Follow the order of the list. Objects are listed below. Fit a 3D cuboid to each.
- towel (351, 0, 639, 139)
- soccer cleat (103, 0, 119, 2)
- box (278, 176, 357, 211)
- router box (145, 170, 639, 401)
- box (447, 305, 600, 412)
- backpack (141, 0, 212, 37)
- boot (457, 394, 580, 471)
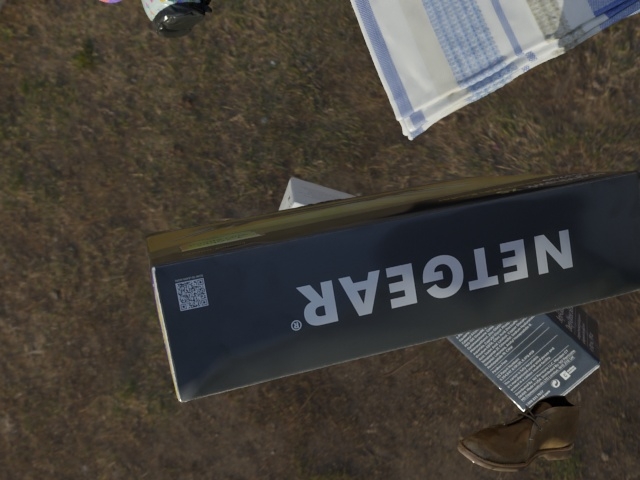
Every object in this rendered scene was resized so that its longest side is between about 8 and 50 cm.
[{"bbox_3d":[0.173,-0.259,0.728,0.285,0.034,0.209,-27,74,26],"label":"towel"},{"bbox_3d":[-0.276,-0.373,0.836,0.095,0.248,0.083,32,71,20],"label":"soccer cleat"},{"bbox_3d":[0.000,0.000,1.343,0.182,0.119,0.180,16,114,-16],"label":"box"},{"bbox_3d":[0.032,0.013,0.517,0.309,0.243,0.080,-11,97,-14],"label":"router box"},{"bbox_3d":[0.445,0.172,1.664,0.395,0.293,0.212,43,112,7],"label":"box"},{"bbox_3d":[-0.309,-0.522,1.417,0.152,0.115,0.181,-13,92,49],"label":"backpack"},{"bbox_3d":[0.373,0.348,1.289,0.112,0.305,0.115,33,114,47],"label":"boot"}]
